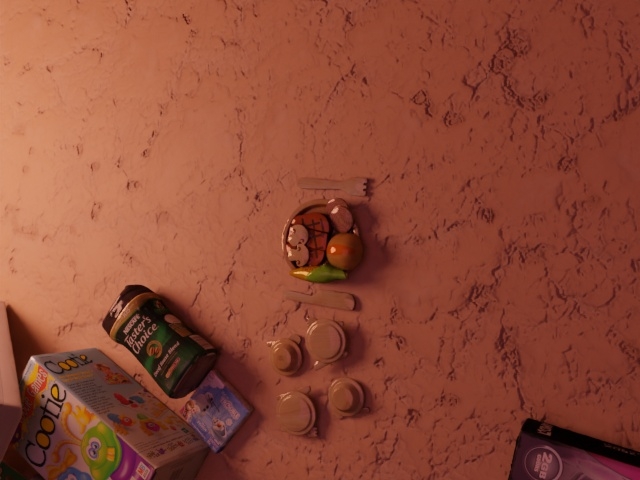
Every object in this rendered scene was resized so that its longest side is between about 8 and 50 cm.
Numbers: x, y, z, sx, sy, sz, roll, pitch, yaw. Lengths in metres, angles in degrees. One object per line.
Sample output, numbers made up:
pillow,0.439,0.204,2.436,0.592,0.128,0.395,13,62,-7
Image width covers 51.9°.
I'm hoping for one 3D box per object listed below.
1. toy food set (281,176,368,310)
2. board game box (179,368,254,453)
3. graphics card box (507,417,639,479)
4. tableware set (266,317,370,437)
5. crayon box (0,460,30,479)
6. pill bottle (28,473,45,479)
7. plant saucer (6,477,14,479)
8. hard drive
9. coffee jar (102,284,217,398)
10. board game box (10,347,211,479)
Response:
toy food set,0.000,0.000,0.950,0.132,0.038,0.192,5,88,23
board game box,-0.160,0.262,1.011,0.090,0.020,0.090,41,101,20
graphics card box,0.385,0.368,0.733,0.371,0.094,0.233,14,92,24
tableware set,-0.011,0.198,0.953,0.141,0.020,0.169,-18,81,23
crayon box,-0.576,0.551,1.120,0.202,0.081,0.318,25,96,13
pill bottle,-0.421,0.477,1.004,0.117,0.117,0.215,11,77,23
plant saucer,-0.560,0.440,1.171,0.083,0.015,0.083,-2,86,23
hard drive,-0.561,0.270,1.066,0.353,0.047,0.233,37,102,55
coffee jar,-0.254,0.153,1.027,0.184,0.079,0.096,38,101,21
board game box,-0.334,0.305,1.015,0.275,0.144,0.142,32,100,22
